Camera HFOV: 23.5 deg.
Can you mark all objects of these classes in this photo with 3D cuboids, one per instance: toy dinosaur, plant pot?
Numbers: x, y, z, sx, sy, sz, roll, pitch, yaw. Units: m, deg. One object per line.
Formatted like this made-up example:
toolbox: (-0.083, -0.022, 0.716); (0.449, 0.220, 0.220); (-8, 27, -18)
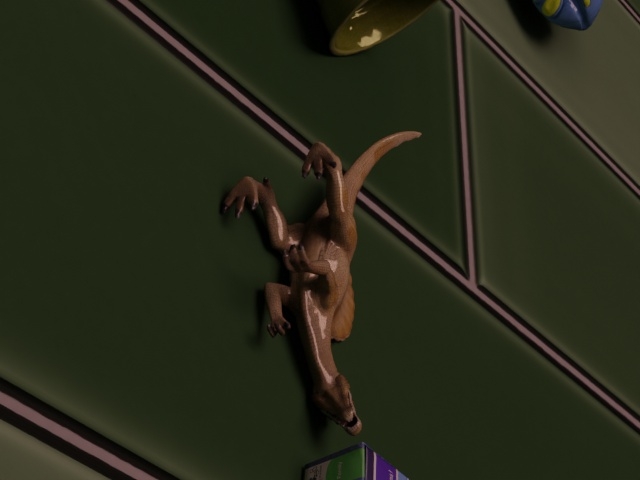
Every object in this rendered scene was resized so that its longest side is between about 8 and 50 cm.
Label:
toy dinosaur: (0.000, 0.000, 0.707); (0.092, 0.053, 0.183); (56, 35, -45)
plant pot: (0.019, -0.155, 0.819); (0.079, 0.083, 0.083); (57, 29, 11)

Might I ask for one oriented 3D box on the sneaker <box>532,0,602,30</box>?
sneaker: (0.149, -0.231, 1.096); (0.078, 0.067, 0.188); (28, 40, -76)

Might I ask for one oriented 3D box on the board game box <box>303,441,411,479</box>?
board game box: (0.041, 0.200, 0.619); (0.136, 0.035, 0.201); (42, 37, -34)
